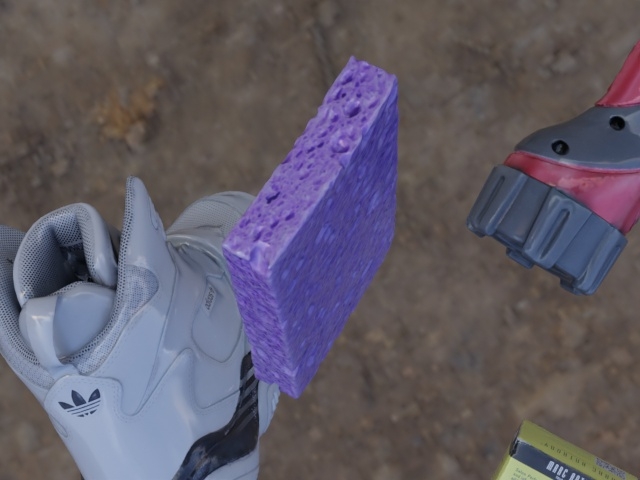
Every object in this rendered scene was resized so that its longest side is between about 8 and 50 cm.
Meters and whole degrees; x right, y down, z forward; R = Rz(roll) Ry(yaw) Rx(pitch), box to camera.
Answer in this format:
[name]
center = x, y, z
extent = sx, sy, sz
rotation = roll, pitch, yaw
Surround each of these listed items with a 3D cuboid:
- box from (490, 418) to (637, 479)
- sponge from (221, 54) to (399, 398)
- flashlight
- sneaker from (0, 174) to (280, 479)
[box]
center = 0.108, 0.234, 1.113
extent = 0.232, 0.087, 0.058
rotation = -64, 174, 10
[sponge]
center = 0.000, 0.000, 0.924
extent = 0.117, 0.031, 0.210
rotation = -57, 166, -17
[flashlight]
center = 0.210, -0.115, 1.164
extent = 0.304, 0.103, 0.103
rotation = -60, 146, -1
[sneaker]
center = -0.115, 0.027, 1.239
extent = 0.137, 0.366, 0.210
rotation = -17, 121, 18
